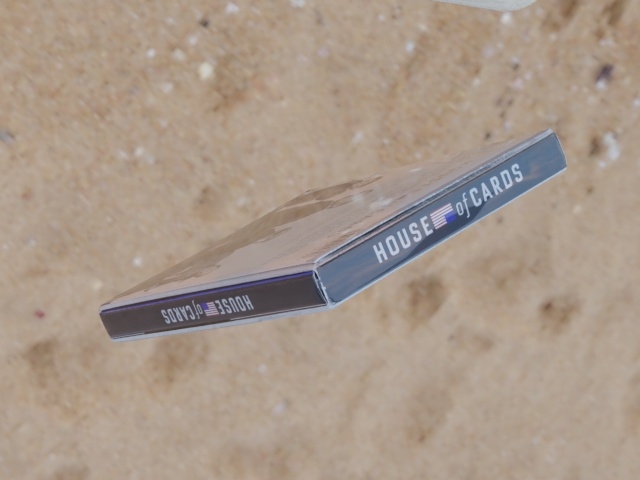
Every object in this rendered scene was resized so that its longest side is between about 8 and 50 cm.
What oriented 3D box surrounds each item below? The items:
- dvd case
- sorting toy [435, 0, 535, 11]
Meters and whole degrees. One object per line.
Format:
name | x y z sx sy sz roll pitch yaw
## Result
dvd case | 0.000 0.000 0.910 0.179 0.238 0.029 -29 100 -33
sorting toy | -0.005 -0.168 0.466 0.193 0.038 0.208 8 138 -1
